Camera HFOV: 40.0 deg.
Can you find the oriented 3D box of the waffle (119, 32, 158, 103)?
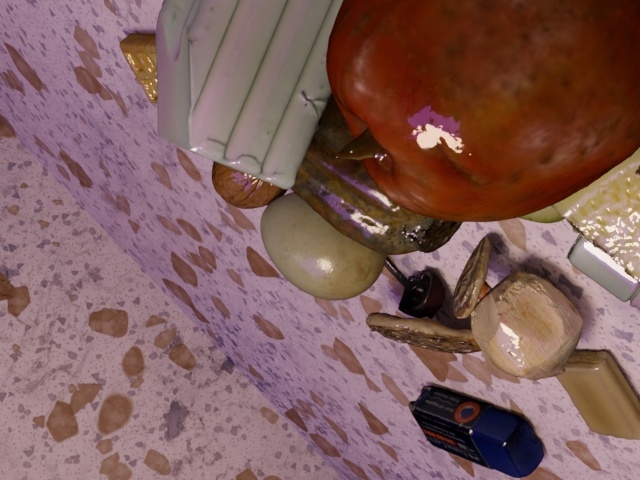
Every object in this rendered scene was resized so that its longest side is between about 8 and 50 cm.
[{"bbox_3d":[-0.349,-0.387,1.991,0.274,0.057,0.168,15,141,50],"label":"waffle"}]

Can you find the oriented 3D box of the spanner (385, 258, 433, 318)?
[{"bbox_3d":[0.166,0.073,1.914,0.254,0.015,0.054,48,154,-3],"label":"spanner"}]

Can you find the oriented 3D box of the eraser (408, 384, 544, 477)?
[{"bbox_3d":[0.361,0.451,2.071,0.332,0.101,0.155,11,139,54],"label":"eraser"}]

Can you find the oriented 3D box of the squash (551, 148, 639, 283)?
[{"bbox_3d":[0.435,-0.068,1.101,0.237,0.204,0.155,43,176,16],"label":"squash"}]

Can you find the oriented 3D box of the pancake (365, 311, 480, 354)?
[{"bbox_3d":[0.217,0.197,1.847,0.282,0.049,0.282,13,168,3],"label":"pancake"}]

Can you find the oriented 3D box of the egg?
[{"bbox_3d":[0.000,0.000,1.820,0.295,0.218,0.218,29,151,32],"label":"egg"}]

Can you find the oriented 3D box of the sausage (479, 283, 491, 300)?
[{"bbox_3d":[0.323,0.111,1.698,0.107,0.031,0.031,50,156,-4],"label":"sausage"}]

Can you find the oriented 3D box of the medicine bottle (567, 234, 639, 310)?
[{"bbox_3d":[0.451,0.025,1.232,0.168,0.135,0.135,39,155,18],"label":"medicine bottle"}]

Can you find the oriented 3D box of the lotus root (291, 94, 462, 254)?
[{"bbox_3d":[0.086,-0.125,1.474,0.346,0.250,0.250,41,155,19],"label":"lotus root"}]

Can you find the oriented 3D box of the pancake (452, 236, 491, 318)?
[{"bbox_3d":[0.273,0.067,1.572,0.028,0.158,0.158,20,154,-1],"label":"pancake"}]

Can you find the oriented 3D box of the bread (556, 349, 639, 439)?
[{"bbox_3d":[0.513,0.280,1.612,0.178,0.060,0.139,55,154,-17],"label":"bread"}]

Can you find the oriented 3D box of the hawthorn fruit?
[{"bbox_3d":[0.178,-0.201,1.025,0.403,0.403,0.403,37,154,21],"label":"hawthorn fruit"}]

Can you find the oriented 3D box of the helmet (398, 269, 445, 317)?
[{"bbox_3d":[0.218,0.117,1.812,0.070,0.098,0.123,26,160,-22],"label":"helmet"}]

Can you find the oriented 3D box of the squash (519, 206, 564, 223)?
[{"bbox_3d":[0.297,-0.134,1.341,0.252,0.049,0.252,37,155,21],"label":"squash"}]

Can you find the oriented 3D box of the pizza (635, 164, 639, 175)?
[{"bbox_3d":[0.435,-0.125,1.031,0.154,0.069,0.194,31,120,26],"label":"pizza"}]

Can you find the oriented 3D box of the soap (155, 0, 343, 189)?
[{"bbox_3d":[-0.085,-0.327,1.288,0.261,0.446,0.156,20,-174,-38],"label":"soap"}]

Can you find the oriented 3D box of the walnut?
[{"bbox_3d":[-0.150,-0.150,1.913,0.167,0.167,0.207,53,153,-14],"label":"walnut"}]

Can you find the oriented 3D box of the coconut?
[{"bbox_3d":[0.362,0.155,1.526,0.194,0.194,0.194,37,154,21],"label":"coconut"}]
